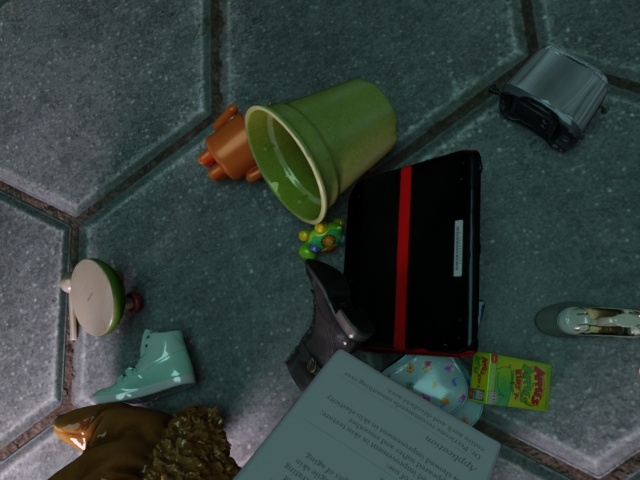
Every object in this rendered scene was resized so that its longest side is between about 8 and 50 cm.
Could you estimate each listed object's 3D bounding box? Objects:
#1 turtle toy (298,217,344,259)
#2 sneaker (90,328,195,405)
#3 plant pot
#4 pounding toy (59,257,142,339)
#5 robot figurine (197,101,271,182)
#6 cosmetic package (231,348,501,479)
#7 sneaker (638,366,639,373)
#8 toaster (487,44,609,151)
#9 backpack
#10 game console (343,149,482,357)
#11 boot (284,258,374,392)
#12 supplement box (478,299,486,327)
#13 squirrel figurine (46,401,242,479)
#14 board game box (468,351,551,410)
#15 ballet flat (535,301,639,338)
[{"bbox_3d":[0.000,0.000,1.250,0.130,0.095,0.066,-27,83,35],"label":"turtle toy"},{"bbox_3d":[-0.410,0.289,1.281,0.256,0.094,0.151,-19,67,10],"label":"sneaker"},{"bbox_3d":[0.020,-0.215,1.203,0.254,0.276,0.276,-33,71,-21],"label":"plant pot"},{"bbox_3d":[-0.515,0.133,1.344,0.237,0.110,0.183,-18,85,38],"label":"pounding toy"},{"bbox_3d":[-0.183,-0.229,1.321,0.219,0.128,0.158,-35,49,3],"label":"robot figurine"},{"bbox_3d":[0.039,0.471,0.923,0.329,0.327,0.394,29,41,17],"label":"cosmetic package"},{"bbox_3d":[0.649,0.228,1.081,0.032,0.037,0.083,26,83,18],"label":"sneaker"},{"bbox_3d":[0.490,-0.310,1.191,0.227,0.129,0.146,39,84,20],"label":"toaster"},{"bbox_3d":[0.227,0.301,1.107,0.166,0.144,0.188,-36,79,-3],"label":"backpack"},{"bbox_3d":[0.176,0.033,1.124,0.342,0.060,0.386,-9,73,48],"label":"game console"},{"bbox_3d":[-0.014,0.193,1.187,0.229,0.091,0.263,-56,44,25],"label":"boot"},{"bbox_3d":[0.291,0.144,1.155,0.083,0.083,0.056,16,82,16],"label":"supplement box"},{"bbox_3d":[-0.342,0.472,1.060,0.397,0.370,0.281,-15,95,-6],"label":"squirrel figurine"},{"bbox_3d":[0.366,0.270,1.071,0.043,0.181,0.092,-8,70,57],"label":"board game box"},{"bbox_3d":[0.541,0.156,1.105,0.213,0.068,0.072,0,78,13],"label":"ballet flat"}]
